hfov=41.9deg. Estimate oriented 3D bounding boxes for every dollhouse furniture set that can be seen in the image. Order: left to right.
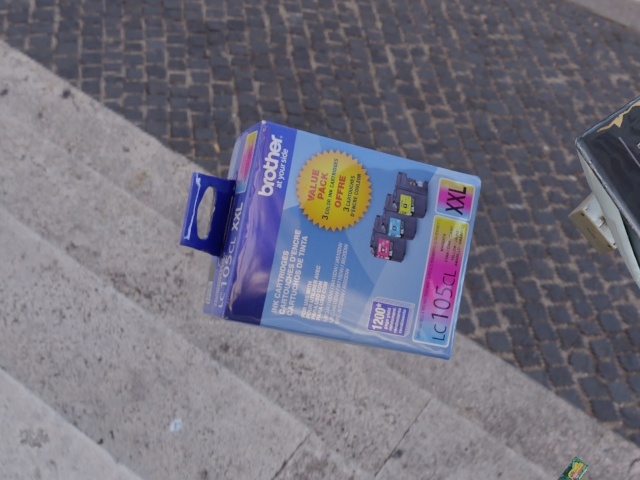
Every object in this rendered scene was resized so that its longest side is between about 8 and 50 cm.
[{"bbox_3d":[0.584,-0.086,1.480,0.161,0.242,0.212,-40,91,-23],"label":"dollhouse furniture set"}]

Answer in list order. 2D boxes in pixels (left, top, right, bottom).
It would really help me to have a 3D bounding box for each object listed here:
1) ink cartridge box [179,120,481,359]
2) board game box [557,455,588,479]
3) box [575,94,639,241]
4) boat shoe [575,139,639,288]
[{"bbox_3d":[0.000,0.000,1.163,0.395,0.151,0.270,12,84,-17],"label":"ink cartridge box"},{"bbox_3d":[0.315,0.452,1.260,0.030,0.136,0.259,34,56,27],"label":"board game box"},{"bbox_3d":[0.474,-0.077,0.720,0.395,0.293,0.212,-35,61,20],"label":"box"},{"bbox_3d":[0.440,-0.036,1.138,0.099,0.319,0.116,-25,41,16],"label":"boat shoe"}]
